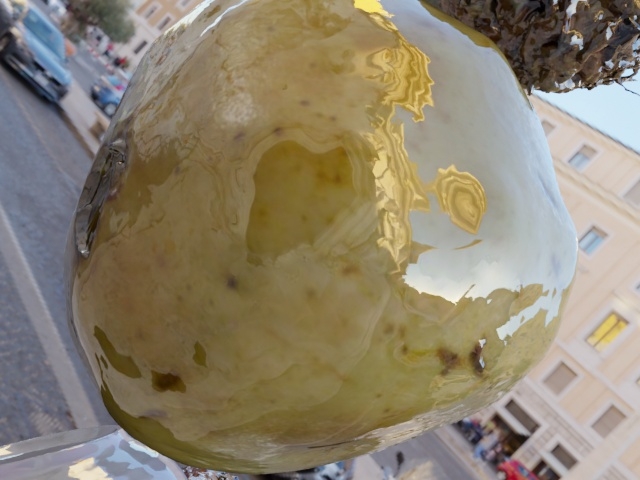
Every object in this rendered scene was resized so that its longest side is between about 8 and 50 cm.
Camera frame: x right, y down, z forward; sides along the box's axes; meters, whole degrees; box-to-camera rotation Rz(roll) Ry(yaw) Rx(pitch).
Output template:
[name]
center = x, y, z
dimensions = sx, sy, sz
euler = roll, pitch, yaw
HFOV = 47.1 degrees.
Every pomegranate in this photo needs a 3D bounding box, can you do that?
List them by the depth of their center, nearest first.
[pomegranate]
center = 0.000, 0.000, 0.486
dimensions = 0.332, 0.332, 0.332
euler = 45, 1, -1

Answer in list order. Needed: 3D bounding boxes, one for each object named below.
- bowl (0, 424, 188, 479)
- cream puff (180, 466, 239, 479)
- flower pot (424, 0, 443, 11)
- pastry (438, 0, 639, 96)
[bowl]
center = -0.240, 0.252, 0.645
dimensions = 0.287, 0.287, 0.144
euler = 39, 40, -84
[cream puff]
center = -0.198, 0.490, 1.068
dimensions = 0.229, 0.350, 0.350
euler = -3, 22, -21
[flower pot]
center = 0.108, -0.359, 1.127
dimensions = 0.330, 0.293, 0.293
euler = 52, 3, 18
[pastry]
center = 0.247, -0.270, 0.747
dimensions = 0.275, 0.275, 0.193
euler = 45, 7, 3
